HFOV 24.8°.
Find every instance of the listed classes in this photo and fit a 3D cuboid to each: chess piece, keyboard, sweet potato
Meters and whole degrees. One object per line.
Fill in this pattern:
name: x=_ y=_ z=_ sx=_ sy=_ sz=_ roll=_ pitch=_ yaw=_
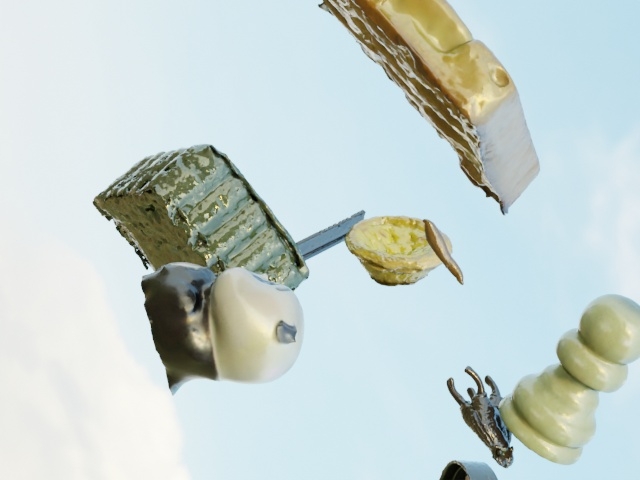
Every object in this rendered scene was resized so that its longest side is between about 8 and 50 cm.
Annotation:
chess piece: x=0.384 y=0.187 z=2.120 sx=0.144 sy=0.144 sz=0.251 roll=52 pitch=-59 yaw=39
keyboard: x=0.000 y=0.000 z=2.503 sx=0.018 sy=0.195 sz=0.060 roll=46 pitch=-37 yaw=23
sweet potato: x=0.179 y=0.016 z=2.125 sx=0.115 sy=0.026 sz=0.026 roll=57 pitch=-20 yaw=-12

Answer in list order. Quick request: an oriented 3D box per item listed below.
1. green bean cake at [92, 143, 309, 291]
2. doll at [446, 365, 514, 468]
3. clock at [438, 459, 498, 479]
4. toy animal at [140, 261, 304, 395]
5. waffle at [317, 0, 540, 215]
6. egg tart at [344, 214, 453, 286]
green bean cake: x=-0.159 y=-0.002 z=1.905 sx=0.241 sy=0.132 sz=0.255 roll=51 pitch=-23 yaw=-15
doll: x=0.253 y=0.271 z=2.196 sx=0.139 sy=0.057 sz=0.165 roll=33 pitch=28 yaw=-60
clock: x=0.248 y=0.502 z=2.405 sx=0.280 sy=0.055 sz=0.280 roll=-179 pitch=-90 yaw=-79
toy animal: x=-0.106 y=0.096 z=1.625 sx=0.166 sy=0.179 sz=0.138 roll=66 pitch=22 yaw=-70
waffle: x=0.097 y=-0.183 z=1.426 sx=0.304 sy=0.077 sz=0.348 roll=50 pitch=2 yaw=17
egg tart: x=0.131 y=0.020 z=2.471 sx=0.191 sy=0.191 sz=0.074 roll=42 pitch=-41 yaw=50
